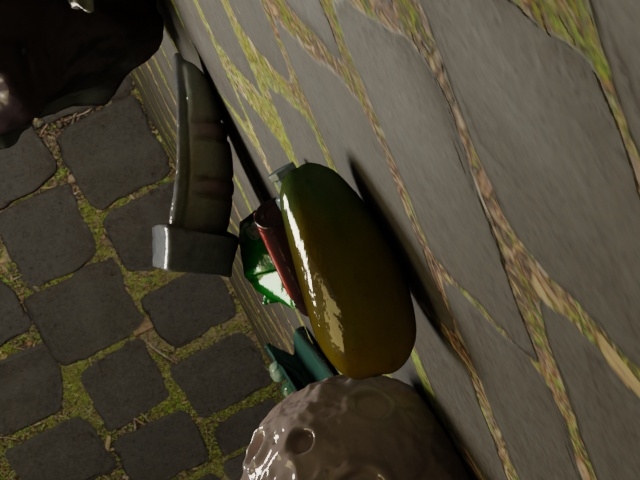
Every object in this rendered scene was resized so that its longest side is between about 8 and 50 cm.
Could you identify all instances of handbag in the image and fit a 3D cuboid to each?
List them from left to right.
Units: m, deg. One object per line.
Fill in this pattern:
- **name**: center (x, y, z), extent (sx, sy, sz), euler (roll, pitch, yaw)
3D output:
- **handbag**: center (0.009, 0.304, 2.667), extent (0.274, 0.100, 0.269), euler (67, 172, -30)

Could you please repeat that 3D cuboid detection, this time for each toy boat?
- **toy boat**: center (-0.161, -0.068, 2.271), extent (0.276, 0.111, 0.294), euler (66, -149, -71)

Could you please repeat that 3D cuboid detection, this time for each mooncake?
- **mooncake**: center (-0.412, -0.326, 2.290), extent (0.351, 0.381, 0.212), euler (50, 135, -8)

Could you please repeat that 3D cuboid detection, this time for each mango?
- **mango**: center (0.020, 0.025, 1.408), extent (0.130, 0.091, 0.195), euler (111, 136, -84)

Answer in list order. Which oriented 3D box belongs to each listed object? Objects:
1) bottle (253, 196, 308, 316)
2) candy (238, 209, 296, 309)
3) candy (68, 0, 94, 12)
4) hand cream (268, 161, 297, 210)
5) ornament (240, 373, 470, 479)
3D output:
- **bottle**: center (-0.027, 0.024, 1.979), extent (0.060, 0.060, 0.164), euler (56, 171, 50)
- **candy**: center (-0.070, 0.027, 2.250), extent (0.141, 0.078, 0.203), euler (65, 170, -2)
- **candy**: center (-0.310, -0.407, 2.100), extent (0.185, 0.137, 0.195), euler (65, 175, -22)
- **hand cream**: center (0.000, 0.000, 1.695), extent (0.171, 0.043, 0.065), euler (62, 171, -7)
- **ornament**: center (0.034, 0.268, 1.707), extent (0.259, 0.225, 0.259), euler (62, 175, 10)
